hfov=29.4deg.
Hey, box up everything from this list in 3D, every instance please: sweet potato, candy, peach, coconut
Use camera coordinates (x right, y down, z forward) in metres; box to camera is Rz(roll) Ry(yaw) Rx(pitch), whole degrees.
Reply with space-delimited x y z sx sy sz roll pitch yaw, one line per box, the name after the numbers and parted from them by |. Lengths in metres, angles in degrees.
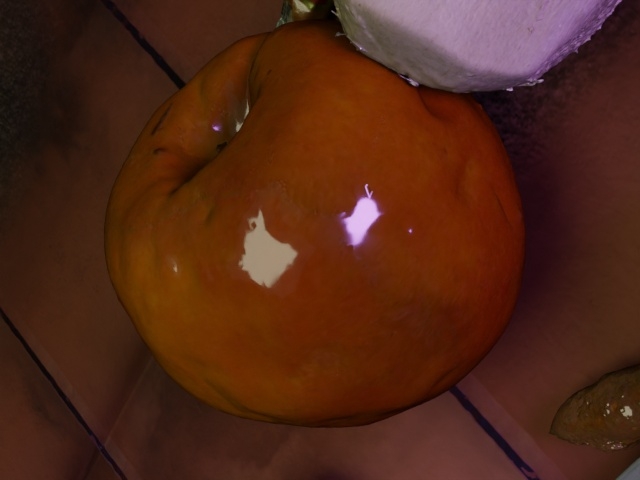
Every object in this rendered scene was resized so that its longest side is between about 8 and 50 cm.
0.264 0.129 0.985 0.068 0.060 0.206 54 138 2 | sweet potato
-0.004 -0.244 1.125 0.053 0.046 0.182 47 131 24 | candy
0.000 0.000 1.022 0.343 0.343 0.301 -10 140 43 | peach
0.121 -0.246 0.879 0.245 0.245 0.247 44 134 24 | coconut

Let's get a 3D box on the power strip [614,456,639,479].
0.363 0.247 0.932 0.265 0.059 0.193 52 131 19 | power strip
